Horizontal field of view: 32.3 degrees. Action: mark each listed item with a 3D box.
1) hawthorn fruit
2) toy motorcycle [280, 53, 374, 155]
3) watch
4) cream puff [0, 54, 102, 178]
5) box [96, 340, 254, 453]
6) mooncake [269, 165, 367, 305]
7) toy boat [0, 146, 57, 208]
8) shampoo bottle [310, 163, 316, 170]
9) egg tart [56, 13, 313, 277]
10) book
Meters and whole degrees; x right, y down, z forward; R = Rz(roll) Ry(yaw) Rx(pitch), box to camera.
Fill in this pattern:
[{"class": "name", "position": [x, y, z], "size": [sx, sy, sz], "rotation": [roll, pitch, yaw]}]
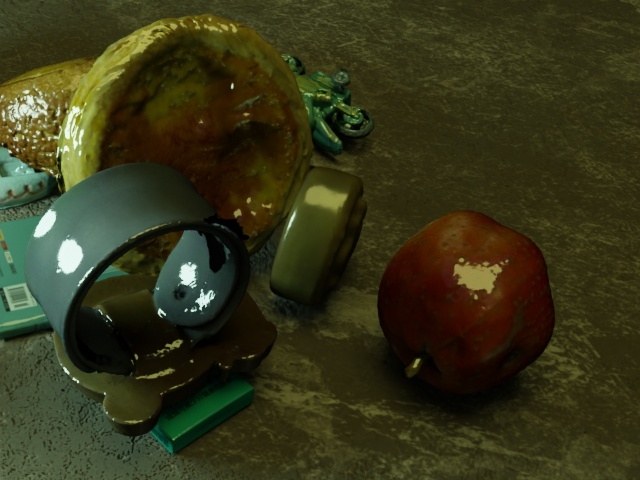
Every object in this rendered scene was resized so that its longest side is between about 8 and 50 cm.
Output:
[{"class": "hawthorn fruit", "position": [0.221, 0.109, 1.727], "size": [0.275, 0.275, 0.300], "rotation": [33, 60, 24]}, {"class": "toy motorcycle", "position": [-0.035, -0.277, 2.230], "size": [0.296, 0.109, 0.198], "rotation": [36, 55, 27]}, {"class": "watch", "position": [-0.238, 0.051, 1.577], "size": [0.335, 0.326, 0.314], "rotation": [-18, 48, -27]}, {"class": "cream puff", "position": [-0.416, -0.211, 1.931], "size": [0.303, 0.212, 0.303], "rotation": [-16, 6, 2]}, {"class": "box", "position": [-0.235, 0.206, 1.684], "size": [0.226, 0.042, 0.161], "rotation": [37, 47, 28]}, {"class": "mooncake", "position": [0.000, 0.000, 1.836], "size": [0.117, 0.234, 0.234], "rotation": [19, 41, 3]}, {"class": "toy boat", "position": [-0.577, -0.122, 1.970], "size": [0.208, 0.078, 0.134], "rotation": [-12, 48, -25]}, {"class": "shampoo bottle", "position": [-0.055, -0.129, 2.084], "size": [0.236, 0.067, 0.068], "rotation": [31, 36, 23]}, {"class": "egg tart", "position": [-0.224, -0.147, 1.793], "size": [0.443, 0.443, 0.178], "rotation": [-15, 24, -26]}, {"class": "book", "position": [-0.382, 0.031, 1.865], "size": [0.379, 0.031, 0.264], "rotation": [-11, 44, -22]}]
